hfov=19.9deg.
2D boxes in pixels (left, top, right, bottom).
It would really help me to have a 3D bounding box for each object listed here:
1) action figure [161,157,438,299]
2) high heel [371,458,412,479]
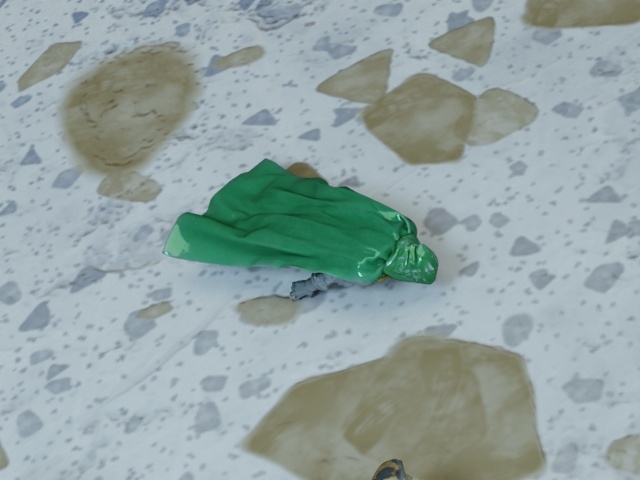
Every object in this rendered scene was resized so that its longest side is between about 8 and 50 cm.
[{"bbox_3d":[0.000,0.000,1.465,0.232,0.063,0.137,14,50,41],"label":"action figure"},{"bbox_3d":[-0.021,0.256,1.162,0.186,0.093,0.261,-6,51,11],"label":"high heel"}]
